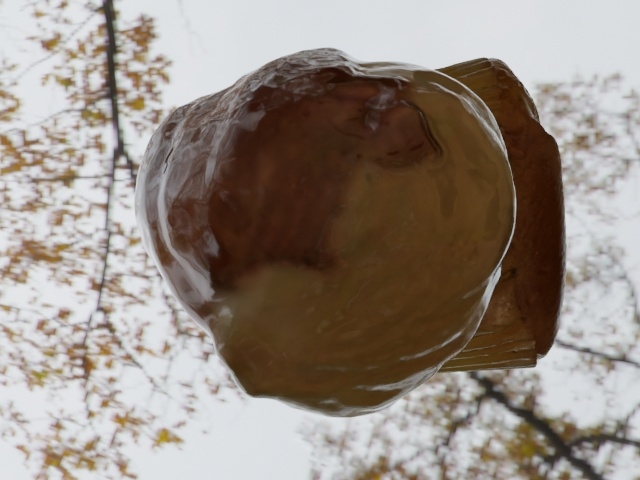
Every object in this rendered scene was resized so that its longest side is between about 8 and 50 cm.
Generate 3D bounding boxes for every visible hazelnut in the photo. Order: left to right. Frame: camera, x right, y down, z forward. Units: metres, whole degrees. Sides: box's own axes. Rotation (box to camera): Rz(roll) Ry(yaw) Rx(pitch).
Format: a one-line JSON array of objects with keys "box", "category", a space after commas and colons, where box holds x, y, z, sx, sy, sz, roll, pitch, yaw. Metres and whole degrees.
[{"box": [0.000, 0.000, 0.949, 0.261, 0.261, 0.241, 47, -139, -28], "category": "hazelnut"}]

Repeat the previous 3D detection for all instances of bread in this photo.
[{"box": [0.130, -0.017, 1.233, 0.156, 0.204, 0.288, -10, -55, 1], "category": "bread"}]
